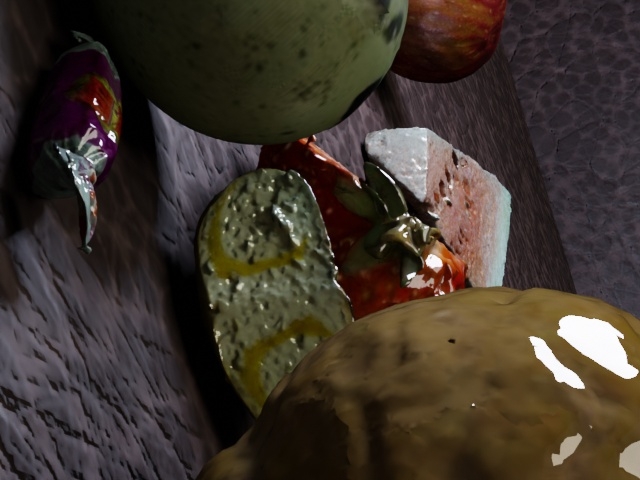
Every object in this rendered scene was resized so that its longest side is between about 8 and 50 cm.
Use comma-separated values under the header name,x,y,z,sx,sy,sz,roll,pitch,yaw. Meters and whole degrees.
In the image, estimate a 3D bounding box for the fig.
name,x,y,z,sx,sy,sz,roll,pitch,yaw
fig,0.091,-0.252,1.605,0.175,0.207,0.175,173,-90,-70

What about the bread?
name,x,y,z,sx,sy,sz,roll,pitch,yaw
bread,-0.028,0.038,0.867,0.094,0.083,0.157,-156,-128,-82

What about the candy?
name,x,y,z,sx,sy,sz,roll,pitch,yaw
candy,-0.118,-0.055,0.732,0.175,0.043,0.045,-94,163,-57

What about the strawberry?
name,x,y,z,sx,sy,sz,roll,pitch,yaw
strawberry,0.005,0.005,0.980,0.175,0.107,0.236,42,0,-2

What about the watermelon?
name,x,y,z,sx,sy,sz,roll,pitch,yaw
watermelon,0.114,-0.034,1.516,0.241,0.094,0.154,50,35,-51

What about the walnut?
name,x,y,z,sx,sy,sz,roll,pitch,yaw
walnut,0.072,0.171,0.659,0.333,0.332,0.333,-19,90,-76

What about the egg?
name,x,y,z,sx,sy,sz,roll,pitch,yaw
egg,-0.051,-0.162,0.855,0.228,0.177,0.177,54,15,-1
